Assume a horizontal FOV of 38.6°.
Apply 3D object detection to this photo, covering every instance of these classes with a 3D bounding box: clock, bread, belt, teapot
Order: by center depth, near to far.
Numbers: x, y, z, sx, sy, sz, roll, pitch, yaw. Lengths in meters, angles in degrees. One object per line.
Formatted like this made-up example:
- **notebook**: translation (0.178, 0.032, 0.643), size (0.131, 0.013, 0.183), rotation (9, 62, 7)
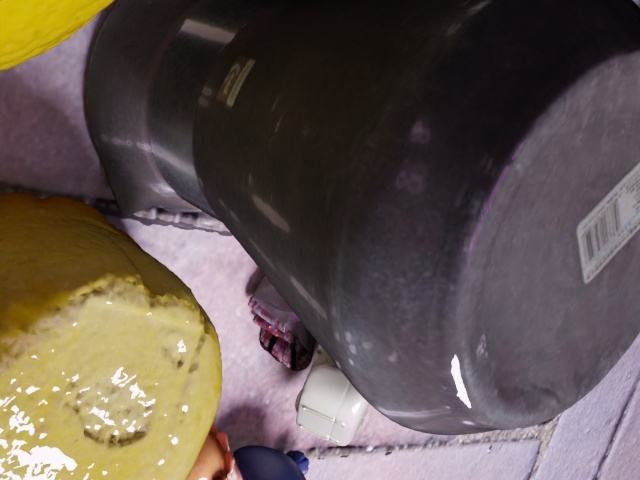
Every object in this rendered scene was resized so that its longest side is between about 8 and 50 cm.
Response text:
- **teapot**: translation (0.036, -0.076, 0.566), size (0.300, 0.344, 0.253), rotation (-56, 139, -6)
- **bread**: translation (-0.189, 0.110, 0.592), size (0.270, 0.148, 0.269), rotation (-27, 130, -37)
- **belt**: translation (0.000, 0.000, 0.788), size (0.071, 0.053, 0.231), rotation (8, 107, -59)
- **clock**: translation (0.040, 0.083, 0.822), size (0.151, 0.062, 0.191), rotation (97, 17, -65)

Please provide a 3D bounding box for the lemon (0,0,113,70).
- **lemon**: translation (-0.185, -0.180, 0.369), size (0.267, 0.267, 0.267), rotation (-22, 125, -35)

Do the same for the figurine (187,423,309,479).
- **figurine**: translation (-0.070, 0.223, 0.796), size (0.102, 0.111, 0.195), rotation (-40, 138, 7)
